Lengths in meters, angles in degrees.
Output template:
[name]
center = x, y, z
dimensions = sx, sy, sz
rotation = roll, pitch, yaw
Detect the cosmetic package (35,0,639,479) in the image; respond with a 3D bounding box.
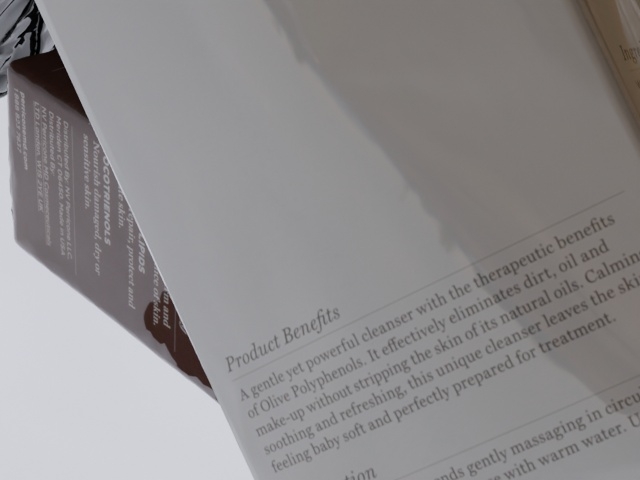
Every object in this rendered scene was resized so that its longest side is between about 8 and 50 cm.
[cosmetic package]
center = 0.027, -0.073, 0.643
dimensions = 0.155, 0.197, 0.365
rotation = -14, -100, -62

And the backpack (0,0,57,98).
[backpack]
center = -0.207, -0.235, 1.066
dimensions = 0.191, 0.253, 0.225
rotation = 31, -110, -5

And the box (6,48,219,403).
[box]
center = 0.000, 0.000, 0.973
dimensions = 0.191, 0.143, 0.381
rotation = -23, -138, -36
